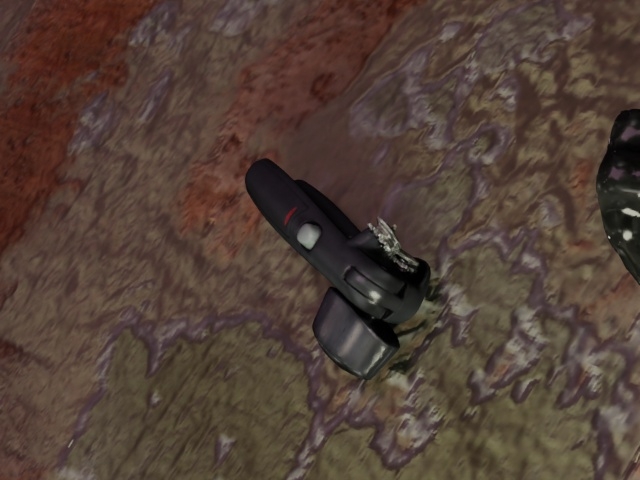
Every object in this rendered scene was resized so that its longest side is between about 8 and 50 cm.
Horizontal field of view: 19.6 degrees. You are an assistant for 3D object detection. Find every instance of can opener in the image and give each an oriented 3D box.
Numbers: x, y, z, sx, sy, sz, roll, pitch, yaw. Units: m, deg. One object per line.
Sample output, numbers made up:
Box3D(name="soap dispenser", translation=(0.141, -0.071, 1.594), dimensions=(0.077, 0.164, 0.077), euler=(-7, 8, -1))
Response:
Box3D(name="can opener", translation=(0.000, 0.000, 0.981), dimensions=(0.073, 0.059, 0.186), euler=(-46, 36, 5))

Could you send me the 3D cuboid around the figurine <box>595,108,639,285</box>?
Box3D(name="figurine", translation=(0.246, -0.078, 0.786), dimensions=(0.209, 0.092, 0.215), euler=(-4, 54, 35))
